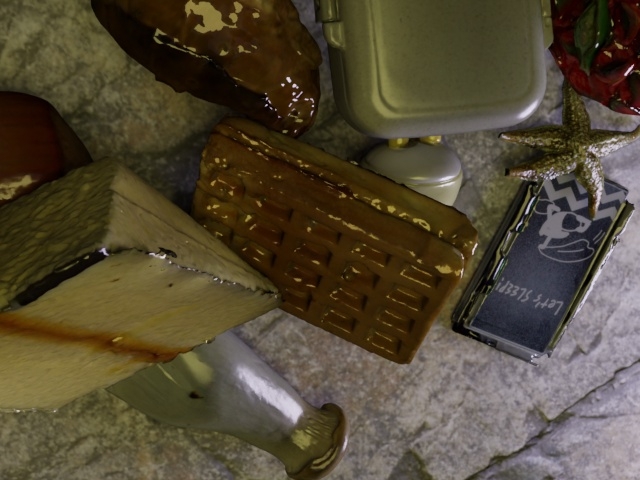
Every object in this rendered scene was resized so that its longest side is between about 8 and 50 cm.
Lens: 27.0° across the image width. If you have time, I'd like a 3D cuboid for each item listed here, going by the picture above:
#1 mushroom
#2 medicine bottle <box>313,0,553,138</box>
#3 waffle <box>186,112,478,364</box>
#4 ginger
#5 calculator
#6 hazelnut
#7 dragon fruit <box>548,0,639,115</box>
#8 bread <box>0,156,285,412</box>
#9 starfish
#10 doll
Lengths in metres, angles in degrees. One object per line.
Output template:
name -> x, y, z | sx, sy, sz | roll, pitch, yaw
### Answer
mushroom -> -0.114, 0.199, 1.692 | 0.328, 0.122, 0.159 | 35, 132, -23
medicine bottle -> 0.125, -0.309, 1.533 | 0.282, 0.123, 0.375 | -7, 96, -18
waffle -> 0.000, 0.000, 1.552 | 0.327, 0.098, 0.224 | 24, 140, -1
ginger -> -0.109, -0.228, 1.506 | 0.321, 0.172, 0.165 | 38, 57, -23
calculator -> 0.301, 0.030, 1.789 | 0.165, 0.028, 0.274 | 23, 101, -23
hazelnut -> -0.347, -0.063, 1.472 | 0.186, 0.210, 0.210 | -1, 115, 27
dragon fruit -> 0.405, -0.269, 1.618 | 0.293, 0.233, 0.234 | -24, 115, -31
bread -> -0.253, 0.107, 1.398 | 0.345, 0.242, 0.405 | -35, 127, 9
starfish -> 0.328, -0.130, 1.720 | 0.223, 0.050, 0.217 | -12, 93, -26
doll -> 0.097, -0.026, 1.672 | 0.141, 0.117, 0.296 | -9, 125, -34
